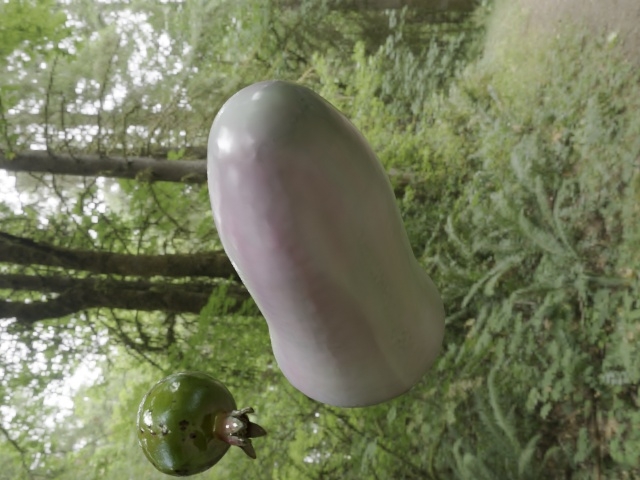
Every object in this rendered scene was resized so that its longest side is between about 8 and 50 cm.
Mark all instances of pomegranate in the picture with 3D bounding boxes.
[{"bbox_3d":[-0.144,0.222,0.784,0.129,0.159,0.129,-8,-90,-86],"label":"pomegranate"}]

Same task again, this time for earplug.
[{"bbox_3d":[0.000,0.000,0.499,0.301,0.172,0.172,67,-151,-53],"label":"earplug"}]
